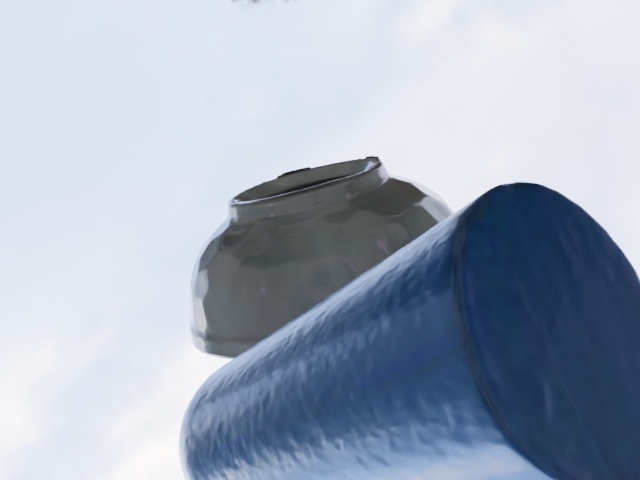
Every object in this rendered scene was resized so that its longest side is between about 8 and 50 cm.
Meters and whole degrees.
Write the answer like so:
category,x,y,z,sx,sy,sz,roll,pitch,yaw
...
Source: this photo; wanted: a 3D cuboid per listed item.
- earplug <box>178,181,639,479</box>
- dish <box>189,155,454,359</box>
category,x,y,z,sx,sy,sz,roll,pitch,yaw
earplug,0.022,0.086,0.460,0.273,0.132,0.132,-32,-138,46
dish,0.000,0.000,0.823,0.303,0.120,0.303,-14,-167,3
